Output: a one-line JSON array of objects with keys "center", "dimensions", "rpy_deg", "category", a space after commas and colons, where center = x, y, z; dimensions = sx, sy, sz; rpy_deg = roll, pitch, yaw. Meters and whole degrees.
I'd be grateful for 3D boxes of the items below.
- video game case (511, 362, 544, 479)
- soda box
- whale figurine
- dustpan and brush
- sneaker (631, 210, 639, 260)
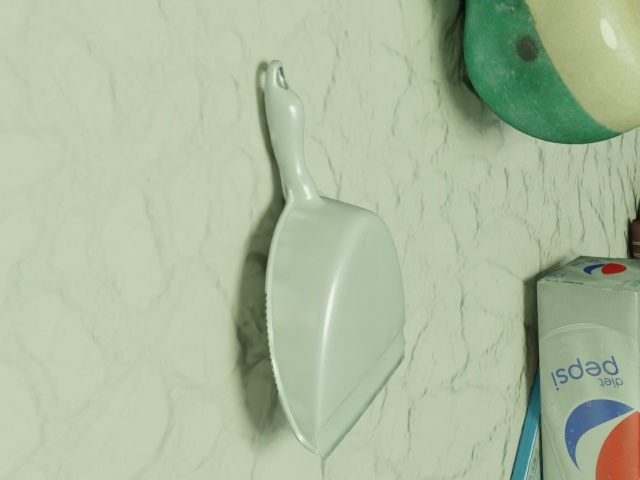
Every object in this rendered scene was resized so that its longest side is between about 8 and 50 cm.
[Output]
[{"center": [0.232, 0.195, 0.951], "dimensions": [0.166, 0.015, 0.119], "rpy_deg": [36, 66, -50], "category": "video game case"}, {"center": [0.259, 0.163, 0.892], "dimensions": [0.098, 0.091, 0.286], "rpy_deg": [-21, 111, -51], "category": "soda box"}, {"center": [0.156, -0.197, 0.721], "dimensions": [0.216, 0.141, 0.272], "rpy_deg": [-21, 87, -51], "category": "whale figurine"}, {"center": [0.000, 0.000, 0.581], "dimensions": [0.147, 0.060, 0.211], "rpy_deg": [-40, 133, -57], "category": "dustpan and brush"}, {"center": [0.462, -0.024, 1.093], "dimensions": [0.281, 0.106, 0.162], "rpy_deg": [-19, 103, -19], "category": "sneaker"}]
